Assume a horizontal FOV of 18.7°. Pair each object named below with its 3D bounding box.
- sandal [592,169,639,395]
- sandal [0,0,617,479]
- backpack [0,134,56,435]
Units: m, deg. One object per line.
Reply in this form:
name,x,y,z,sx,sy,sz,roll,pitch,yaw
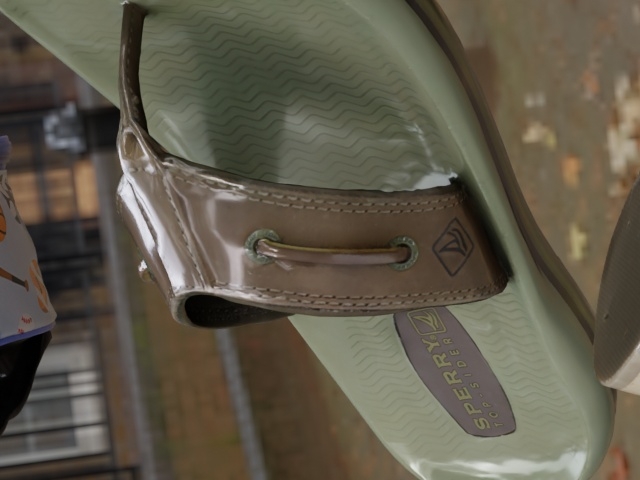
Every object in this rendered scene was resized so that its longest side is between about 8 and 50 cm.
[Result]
sandal,0.134,-0.028,0.430,0.240,0.079,0.088,111,170,-59
sandal,0.002,0.001,0.592,0.303,0.120,0.086,50,-133,-32
backpack,-0.267,0.021,0.928,0.263,0.276,0.213,-7,-91,-62
